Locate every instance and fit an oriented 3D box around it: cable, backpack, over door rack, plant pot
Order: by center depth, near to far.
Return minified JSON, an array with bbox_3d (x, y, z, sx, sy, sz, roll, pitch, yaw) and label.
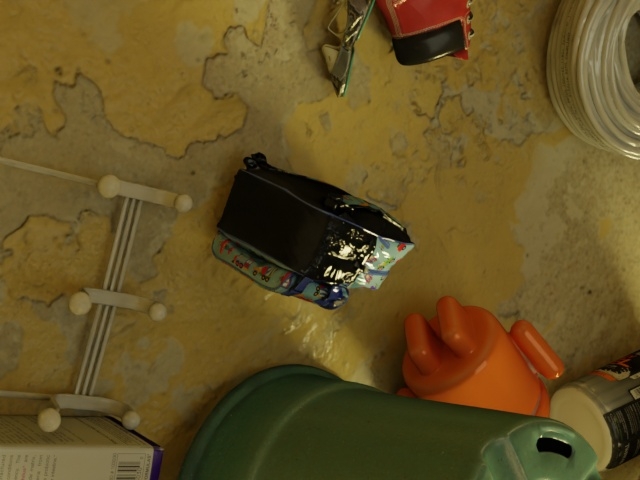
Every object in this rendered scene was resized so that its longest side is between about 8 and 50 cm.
[{"bbox_3d":[-0.275,0.041,1.374,0.324,0.108,0.239,14,91,-36],"label":"over door rack"},{"bbox_3d":[0.087,0.295,1.494,0.341,0.334,0.341,3,86,-45],"label":"plant pot"},{"bbox_3d":[0.000,0.000,1.537,0.173,0.158,0.117,17,98,-48],"label":"backpack"},{"bbox_3d":[0.376,-0.225,1.788,0.257,0.089,0.257,2,99,-35],"label":"cable"}]

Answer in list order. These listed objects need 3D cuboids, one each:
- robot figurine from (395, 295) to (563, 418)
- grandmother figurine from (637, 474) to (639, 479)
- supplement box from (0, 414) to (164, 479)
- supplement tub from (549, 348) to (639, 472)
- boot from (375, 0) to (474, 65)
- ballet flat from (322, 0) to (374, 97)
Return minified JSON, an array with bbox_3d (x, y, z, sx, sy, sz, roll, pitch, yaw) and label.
[{"bbox_3d":[0.177,0.161,1.705,0.158,0.128,0.219,-49,123,-17],"label":"robot figurine"},{"bbox_3d":[0.392,0.404,1.873,0.104,0.208,0.342,-20,134,-39],"label":"grandmother figurine"},{"bbox_3d":[-0.274,0.228,1.412,0.220,0.114,0.111,7,97,-37],"label":"supplement box"},{"bbox_3d":[0.385,0.201,1.868,0.190,0.117,0.117,-19,111,-31],"label":"supplement tub"},{"bbox_3d":[0.159,-0.296,1.623,0.244,0.088,0.176,-35,119,-15],"label":"boot"},{"bbox_3d":[0.023,-0.206,1.574,0.041,0.041,0.114,5,111,-36],"label":"ballet flat"}]
